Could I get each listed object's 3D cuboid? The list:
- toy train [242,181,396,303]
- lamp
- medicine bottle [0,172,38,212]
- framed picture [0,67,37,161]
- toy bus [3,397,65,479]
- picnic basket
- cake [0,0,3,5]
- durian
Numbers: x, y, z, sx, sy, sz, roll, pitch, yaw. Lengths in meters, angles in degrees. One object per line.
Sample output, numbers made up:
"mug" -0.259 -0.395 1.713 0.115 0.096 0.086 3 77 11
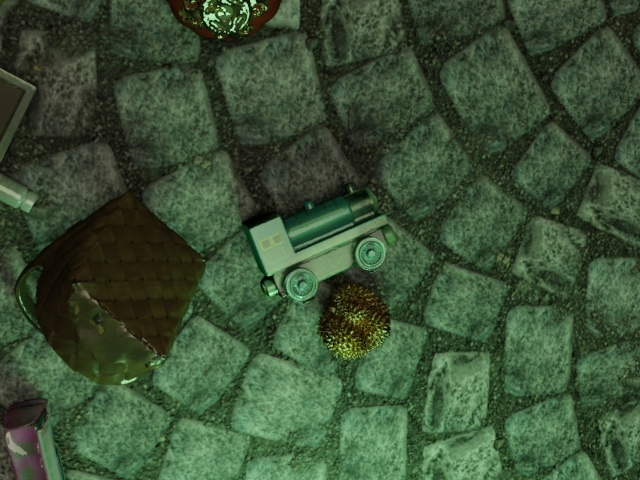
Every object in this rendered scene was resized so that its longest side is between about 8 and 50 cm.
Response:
"toy train" 0.000 0.000 1.750 0.298 0.120 0.194 -23 98 -11
"lamp" -0.179 -0.482 1.592 0.226 0.227 0.227 -2 98 -15
"medicine bottle" -0.577 -0.089 1.615 0.083 0.047 0.047 29 89 -18
"framed picture" -0.680 -0.207 1.555 0.231 0.018 0.293 28 103 -17
"toy bus" -0.545 0.454 1.671 0.090 0.112 0.274 -12 100 -6
"picnic basket" -0.415 0.121 1.599 0.337 0.337 0.293 -46 113 -5
"cake" -0.642 -0.476 1.487 0.207 0.185 0.178 2 56 3
"durian" 0.068 0.173 1.788 0.168 0.137 0.158 34 108 -30
